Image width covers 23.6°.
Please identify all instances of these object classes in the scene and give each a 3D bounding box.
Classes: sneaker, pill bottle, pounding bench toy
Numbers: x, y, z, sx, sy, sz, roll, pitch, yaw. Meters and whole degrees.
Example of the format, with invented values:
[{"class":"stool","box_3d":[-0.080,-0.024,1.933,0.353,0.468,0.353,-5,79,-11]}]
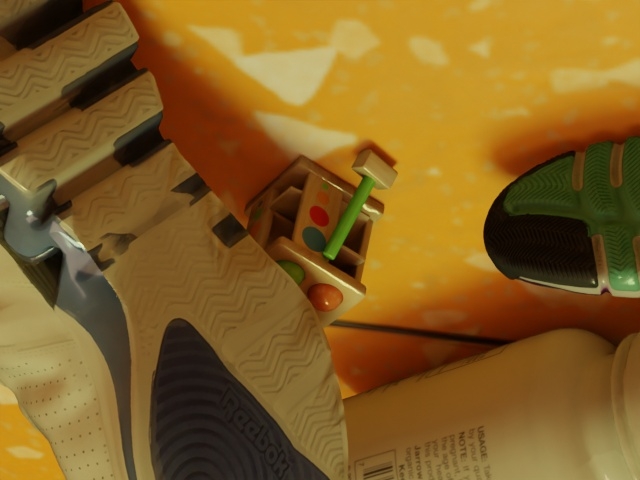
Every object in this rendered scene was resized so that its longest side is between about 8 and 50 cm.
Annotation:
[{"class":"sneaker","box_3d":[0.188,0.005,0.682,0.223,0.083,0.098,-7,140,21]},{"class":"sneaker","box_3d":[-0.123,0.025,0.722,0.182,0.127,0.316,-18,102,50]},{"class":"pill bottle","box_3d":[0.112,0.117,0.788,0.229,0.131,0.131,-22,128,34]},{"class":"pounding bench toy","box_3d":[0.000,0.000,0.734,0.052,0.065,0.083,31,136,-20]}]
